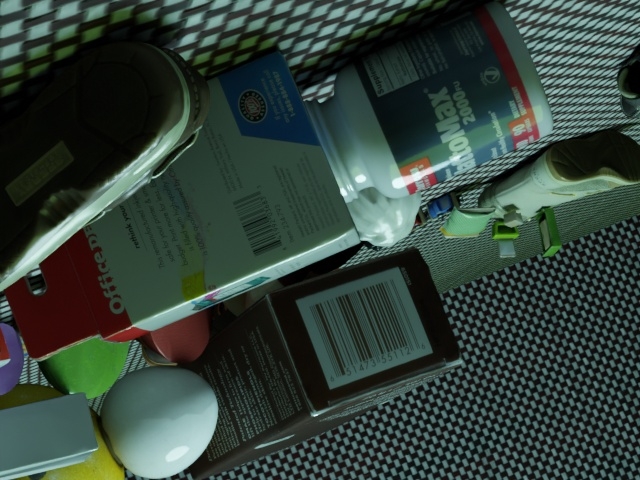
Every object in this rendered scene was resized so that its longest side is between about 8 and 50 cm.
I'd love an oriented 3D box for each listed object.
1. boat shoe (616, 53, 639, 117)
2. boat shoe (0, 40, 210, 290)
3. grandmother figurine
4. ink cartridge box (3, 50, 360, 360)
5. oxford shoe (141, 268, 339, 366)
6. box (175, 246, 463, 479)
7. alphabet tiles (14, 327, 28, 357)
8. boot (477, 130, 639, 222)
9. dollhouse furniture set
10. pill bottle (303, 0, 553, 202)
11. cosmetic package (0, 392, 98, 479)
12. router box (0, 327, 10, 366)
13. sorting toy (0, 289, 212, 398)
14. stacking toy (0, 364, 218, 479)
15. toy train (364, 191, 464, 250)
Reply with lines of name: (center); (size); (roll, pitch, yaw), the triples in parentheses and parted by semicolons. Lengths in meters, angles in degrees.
boat shoe: (0.336, -0.169, 1.548); (0.049, 0.056, 0.152); (-17, 162, -9)
boat shoe: (-0.171, -0.030, 0.886); (0.257, 0.095, 0.095); (-26, 177, 21)
grandmother figurine: (0.000, 0.000, 1.587); (0.208, 0.104, 0.342); (-50, -174, -34)
ink cartridge box: (-0.104, -0.018, 0.997); (0.231, 0.134, 0.078); (-22, 173, 2)
oxford shoe: (-0.111, 0.074, 1.837); (0.271, 0.097, 0.098); (-28, 152, 3)
box: (-0.026, 0.146, 1.627); (0.191, 0.143, 0.381); (-17, 171, -27)
alphabet tiles: (-0.321, 0.111, 1.702); (0.237, 0.009, 0.198); (-20, 172, -16)
boot: (0.334, -0.082, 2.019); (0.213, 0.077, 0.165); (-7, 162, -41)
dollhouse furniture set: (0.241, -0.007, 1.971); (0.151, 0.058, 0.076); (-2, 159, -14)
pill bottle: (0.069, -0.092, 1.079); (0.180, 0.108, 0.108); (-24, 172, 4)
cosmetic package: (-0.331, 0.196, 1.341); (0.239, 0.060, 0.099); (-11, 171, -19)
router box: (-0.475, 0.141, 1.197); (0.335, 0.082, 0.301); (-26, 171, 24)
sorting toy: (-0.259, 0.086, 1.463); (0.126, 0.127, 0.365); (-1, -172, 32)
stacking toy: (-0.332, 0.257, 1.535); (0.480, 0.350, 0.350); (-28, 172, 0)
toy train: (0.124, -0.026, 1.987); (0.158, 0.027, 0.036); (-27, 161, 28)
